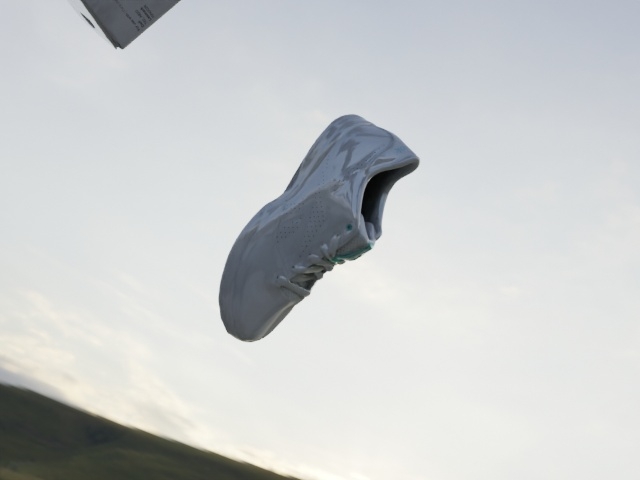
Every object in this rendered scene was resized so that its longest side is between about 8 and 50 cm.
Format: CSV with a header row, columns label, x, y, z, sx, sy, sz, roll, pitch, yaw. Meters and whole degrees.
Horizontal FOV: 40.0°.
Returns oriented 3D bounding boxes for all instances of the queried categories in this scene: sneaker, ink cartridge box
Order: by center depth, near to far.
label,x,y,z,sx,sy,sz,roll,pitch,yaw
sneaker,0.000,0.000,0.710,0.094,0.212,0.080,32,0,38
ink cartridge box,-0.245,-0.424,1.262,0.117,0.278,0.201,53,-7,-38
